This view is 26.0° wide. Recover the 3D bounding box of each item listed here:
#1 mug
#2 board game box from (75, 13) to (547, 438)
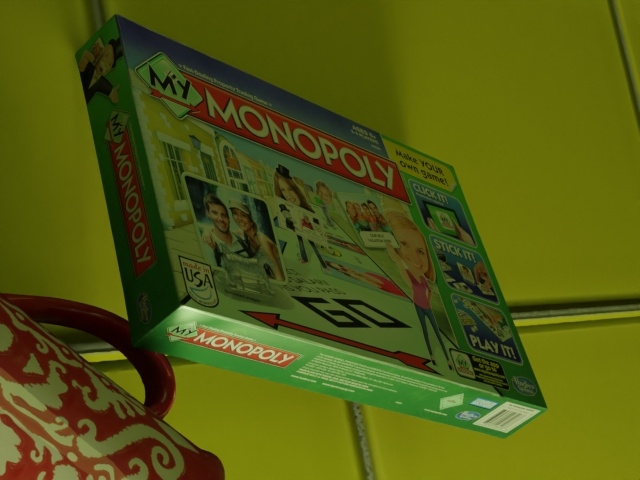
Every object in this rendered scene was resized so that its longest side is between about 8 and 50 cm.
[{"bbox_3d":[-0.148,0.093,0.696,0.169,0.113,0.150,44,10,-21],"label":"mug"},{"bbox_3d":[0.000,0.000,0.874,0.317,0.046,0.213,19,43,-42],"label":"board game box"}]
